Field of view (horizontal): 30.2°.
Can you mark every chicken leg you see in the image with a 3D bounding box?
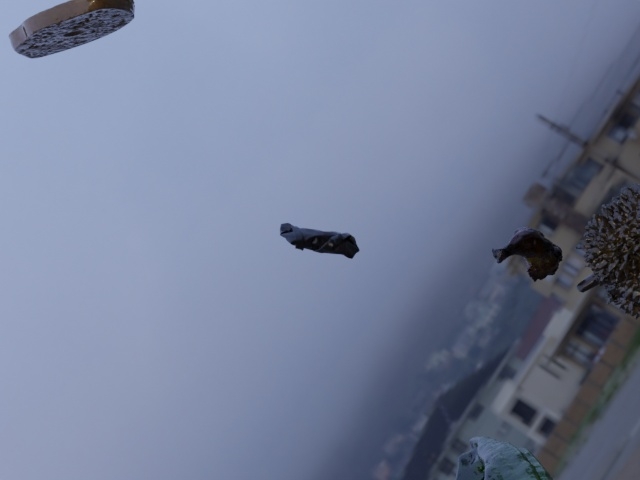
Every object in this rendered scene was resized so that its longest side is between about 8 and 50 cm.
[{"bbox_3d":[0.252,0.013,1.440,0.145,0.037,0.062,23,-101,-49],"label":"chicken leg"}]

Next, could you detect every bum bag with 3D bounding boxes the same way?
[{"bbox_3d":[-0.001,0.001,1.774,0.058,0.124,0.034,-98,20,-59],"label":"bum bag"}]

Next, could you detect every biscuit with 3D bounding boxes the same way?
[{"bbox_3d":[-0.292,-0.258,1.404,0.142,0.029,0.220,-17,1,-29],"label":"biscuit"}]

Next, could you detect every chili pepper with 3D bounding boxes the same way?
[{"bbox_3d":[0.212,0.284,1.366,0.253,0.083,0.099,-143,67,-82],"label":"chili pepper"}]

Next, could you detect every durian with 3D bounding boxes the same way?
[{"bbox_3d":[0.396,0.015,1.431,0.196,0.196,0.167,-63,25,24],"label":"durian"}]
